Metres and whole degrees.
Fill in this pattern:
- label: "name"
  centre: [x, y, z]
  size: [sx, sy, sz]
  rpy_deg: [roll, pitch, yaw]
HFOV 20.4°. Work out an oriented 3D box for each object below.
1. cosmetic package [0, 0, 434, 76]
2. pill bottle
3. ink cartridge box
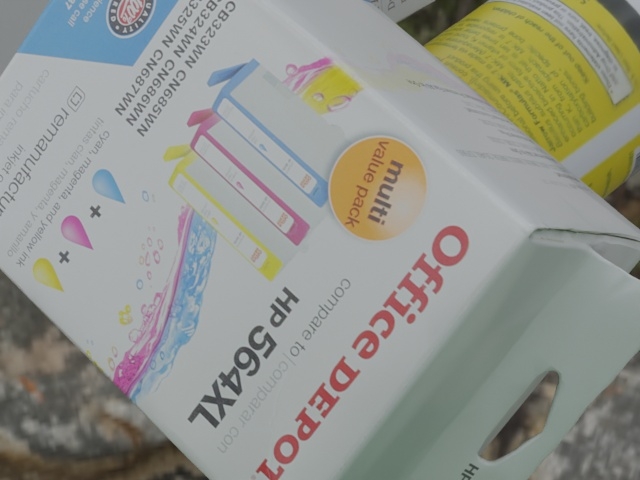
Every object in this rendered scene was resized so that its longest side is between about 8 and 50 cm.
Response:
- label: "cosmetic package"
  centre: [-0.138, -0.127, 0.759]
  size: [0.365, 0.197, 0.155]
  rpy_deg: [-31, 43, -24]
- label: "pill bottle"
  centre: [0.079, -0.045, 0.899]
  size: [0.208, 0.119, 0.119]
  rpy_deg: [-36, 62, -22]
- label: "ink cartridge box"
  centre: [0.000, 0.000, 0.419]
  size: [0.143, 0.090, 0.092]
  rpy_deg: [42, 106, 21]
